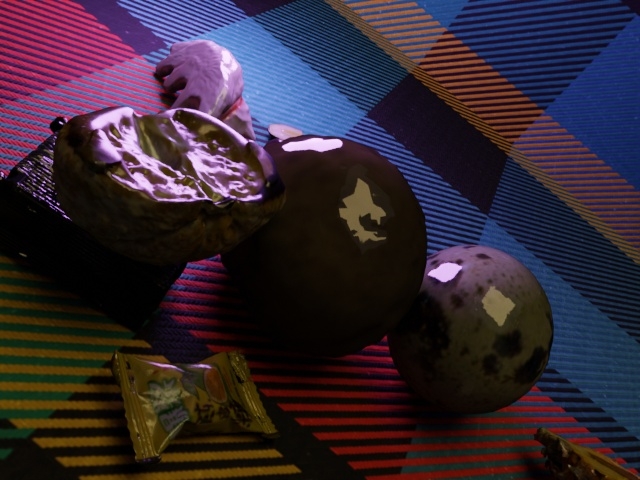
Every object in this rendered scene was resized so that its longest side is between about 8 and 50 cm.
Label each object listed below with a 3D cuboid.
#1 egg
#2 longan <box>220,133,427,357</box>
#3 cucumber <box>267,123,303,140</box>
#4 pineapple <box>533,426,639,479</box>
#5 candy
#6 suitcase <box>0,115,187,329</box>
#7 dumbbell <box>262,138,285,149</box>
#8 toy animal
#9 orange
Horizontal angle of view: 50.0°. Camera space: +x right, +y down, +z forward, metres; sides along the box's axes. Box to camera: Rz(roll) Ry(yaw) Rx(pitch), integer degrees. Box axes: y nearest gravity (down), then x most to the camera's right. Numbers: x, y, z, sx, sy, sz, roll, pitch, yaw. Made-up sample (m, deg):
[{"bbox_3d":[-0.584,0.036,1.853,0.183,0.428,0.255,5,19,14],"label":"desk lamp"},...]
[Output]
[{"bbox_3d":[0.320,0.181,1.473,0.345,0.345,0.428,42,20,4],"label":"egg"},{"bbox_3d":[0.007,-0.002,1.320,0.403,0.404,0.436,6,45,-41],"label":"longan"},{"bbox_3d":[-0.099,-0.284,1.879,0.107,0.035,0.067,15,51,-25],"label":"cucumber"},{"bbox_3d":[0.559,0.558,1.468,0.286,0.209,0.344,25,-1,26],"label":"pineapple"},{"bbox_3d":[-0.199,0.257,1.104,0.297,0.081,0.187,14,40,-51],"label":"candy"},{"bbox_3d":[-0.388,-0.027,1.187,0.335,0.152,0.230,36,35,-12],"label":"suitcase"},{"bbox_3d":[-0.041,-0.166,1.715,0.225,0.124,0.140,9,43,-38],"label":"dumbbell"},{"bbox_3d":[-0.276,-0.360,1.699,0.307,0.266,0.188,12,-9,44],"label":"toy animal"},{"bbox_3d":[-0.243,-0.079,1.066,0.368,0.210,0.271,-6,49,-45],"label":"orange"}]
